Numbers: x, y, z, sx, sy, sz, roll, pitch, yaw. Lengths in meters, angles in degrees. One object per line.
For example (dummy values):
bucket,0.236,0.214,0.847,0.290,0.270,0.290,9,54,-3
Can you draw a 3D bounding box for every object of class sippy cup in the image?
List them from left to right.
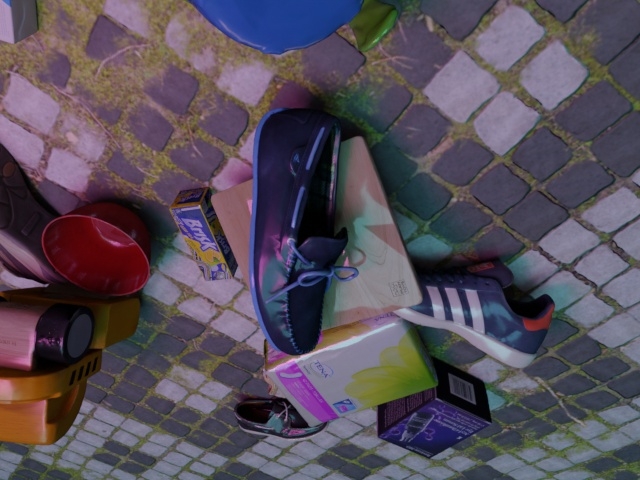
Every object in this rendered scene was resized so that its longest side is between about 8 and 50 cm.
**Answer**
sippy cup,-0.057,-0.294,0.455,0.306,0.224,0.240,-9,136,-18

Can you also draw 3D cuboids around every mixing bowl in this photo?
mixing bowl,-0.375,0.001,0.870,0.182,0.098,0.181,3,129,4

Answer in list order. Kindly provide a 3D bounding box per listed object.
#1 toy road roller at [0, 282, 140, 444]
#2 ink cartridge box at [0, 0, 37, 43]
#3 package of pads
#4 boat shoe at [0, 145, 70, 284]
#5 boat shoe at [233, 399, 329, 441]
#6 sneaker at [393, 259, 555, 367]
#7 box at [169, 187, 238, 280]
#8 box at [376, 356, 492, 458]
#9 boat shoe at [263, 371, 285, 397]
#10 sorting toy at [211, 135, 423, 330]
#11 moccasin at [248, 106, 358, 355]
toy road roller,-0.486,0.209,0.886,0.203,0.329,0.240,7,92,2
ink cartridge box,-0.469,-0.336,0.626,0.182,0.061,0.104,17,129,-7
package of pads,0.057,0.239,0.990,0.297,0.101,0.229,-23,124,11
boat shoe,-0.565,-0.047,0.836,0.130,0.132,0.355,-13,126,17
boat shoe,-0.096,0.431,1.203,0.233,0.084,0.079,1,130,10
sneaker,0.236,0.081,0.857,0.350,0.131,0.148,24,107,-5
box,-0.200,-0.008,0.870,0.059,0.054,0.168,-6,128,12
box,0.244,0.375,1.096,0.153,0.108,0.207,27,127,-15
boat shoe,-0.099,0.301,1.108,0.059,0.063,0.170,1,131,-1
sorting toy,0.000,0.000,0.777,0.256,0.089,0.257,-19,99,19
moccasin,-0.023,-0.002,0.657,0.117,0.138,0.341,4,107,27
